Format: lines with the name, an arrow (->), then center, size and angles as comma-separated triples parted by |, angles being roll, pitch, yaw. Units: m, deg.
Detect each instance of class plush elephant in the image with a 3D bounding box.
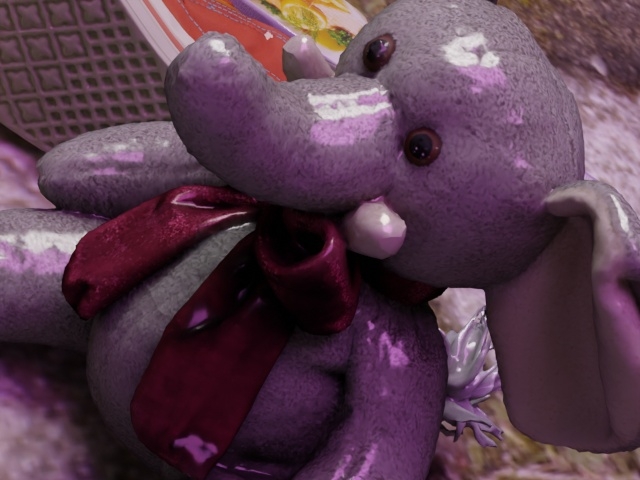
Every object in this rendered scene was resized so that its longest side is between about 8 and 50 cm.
plush elephant -> 0.000, 0.000, 0.595 | 0.330, 0.255, 0.272 | -2, 46, -33

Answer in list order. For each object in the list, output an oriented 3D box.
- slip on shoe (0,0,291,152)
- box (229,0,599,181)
slip on shoe -> -0.090, -0.094, 0.764 | 0.331, 0.123, 0.101 | 36, 34, -11
box -> 0.029, -0.084, 0.873 | 0.324, 0.067, 0.063 | 36, 42, -4
